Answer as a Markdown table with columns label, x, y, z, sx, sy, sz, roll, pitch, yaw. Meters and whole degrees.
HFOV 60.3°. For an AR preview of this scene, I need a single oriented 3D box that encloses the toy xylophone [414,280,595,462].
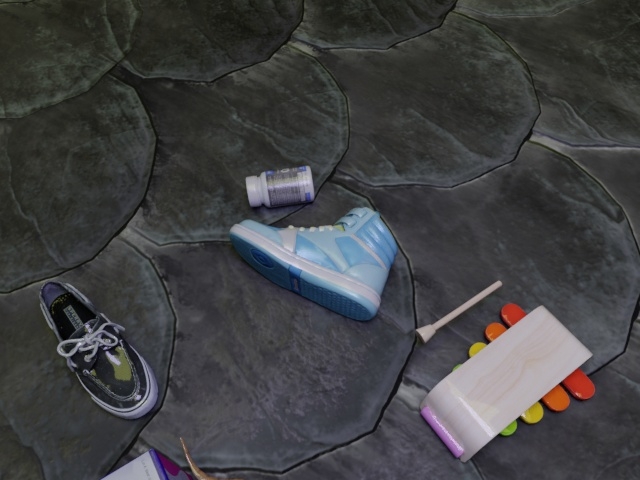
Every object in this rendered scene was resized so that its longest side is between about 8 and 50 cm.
| label | x | y | z | sx | sy | sz | roll | pitch | yaw |
| --- | --- | --- | --- | --- | --- | --- | --- | --- | --- |
| toy xylophone | 0.308 | 0.209 | 0.948 | 0.322 | 0.081 | 0.236 | -24 | 60 | -12 |

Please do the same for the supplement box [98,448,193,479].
| label | x | y | z | sx | sy | sz | roll | pitch | yaw |
| --- | --- | --- | --- | --- | --- | --- | --- | --- | --- |
| supplement box | -0.234 | 0.392 | 0.777 | 0.113 | 0.220 | 0.111 | -28 | 61 | -13 |

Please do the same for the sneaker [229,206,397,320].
| label | x | y | z | sx | sy | sz | roll | pitch | yaw |
| --- | --- | --- | --- | --- | --- | --- | --- | --- | --- |
| sneaker | 0.000 | 0.000 | 1.068 | 0.318 | 0.127 | 0.208 | 27 | 65 | 7 |

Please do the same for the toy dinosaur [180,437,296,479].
| label | x | y | z | sx | sy | sz | roll | pitch | yaw |
| --- | --- | --- | --- | --- | --- | --- | --- | --- | --- |
| toy dinosaur | -0.138 | 0.400 | 0.872 | 0.211 | 0.064 | 0.112 | 13 | 41 | 0 |

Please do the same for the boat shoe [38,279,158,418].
| label | x | y | z | sx | sy | sz | roll | pitch | yaw |
| --- | --- | --- | --- | --- | --- | --- | --- | --- | --- |
| boat shoe | -0.403 | 0.183 | 0.979 | 0.113 | 0.105 | 0.306 | -34 | 63 | -17 |

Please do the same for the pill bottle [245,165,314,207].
| label | x | y | z | sx | sy | sz | roll | pitch | yaw |
| --- | --- | --- | --- | --- | --- | --- | --- | --- | --- |
| pill bottle | -0.085 | -0.111 | 1.164 | 0.137 | 0.078 | 0.078 | -8 | 58 | -3 |
